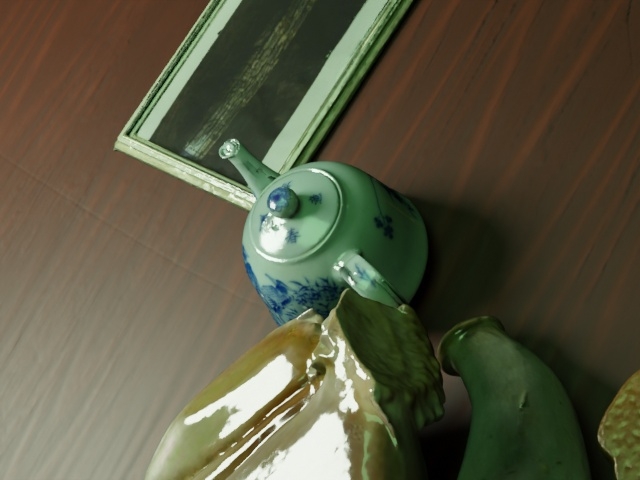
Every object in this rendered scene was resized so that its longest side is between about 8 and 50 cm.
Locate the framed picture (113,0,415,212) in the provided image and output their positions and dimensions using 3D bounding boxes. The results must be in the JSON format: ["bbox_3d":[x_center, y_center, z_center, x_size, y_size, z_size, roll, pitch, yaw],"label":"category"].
[{"bbox_3d":[-0.052,-0.177,1.653,0.231,0.018,0.293,24,77,38],"label":"framed picture"}]

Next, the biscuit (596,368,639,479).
[{"bbox_3d":[0.330,0.179,1.200,0.295,0.044,0.186,33,79,38],"label":"biscuit"}]

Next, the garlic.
[{"bbox_3d":[-0.020,0.206,1.306,0.325,0.132,0.279,-53,33,17],"label":"garlic"}]

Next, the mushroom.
[{"bbox_3d":[0.146,0.166,1.288,0.118,0.103,0.270,-11,47,18],"label":"mushroom"}]

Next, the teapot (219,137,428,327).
[{"bbox_3d":[0.000,0.000,1.435,0.159,0.159,0.232,-46,50,-1],"label":"teapot"}]
